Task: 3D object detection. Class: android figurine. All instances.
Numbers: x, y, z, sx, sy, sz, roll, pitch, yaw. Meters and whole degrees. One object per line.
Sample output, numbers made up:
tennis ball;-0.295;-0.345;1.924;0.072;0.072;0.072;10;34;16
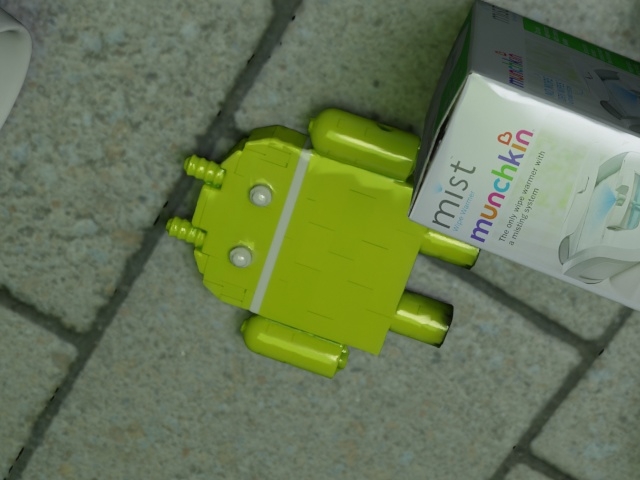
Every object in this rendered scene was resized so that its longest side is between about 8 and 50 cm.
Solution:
android figurine;0.000;0.000;1.218;0.273;0.056;0.248;20;113;-2

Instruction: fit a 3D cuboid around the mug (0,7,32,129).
mug;-0.419;-0.195;1.105;0.328;0.276;0.374;36;82;0

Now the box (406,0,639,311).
box;0.197;-0.066;1.051;0.231;0.262;0.127;22;112;0
